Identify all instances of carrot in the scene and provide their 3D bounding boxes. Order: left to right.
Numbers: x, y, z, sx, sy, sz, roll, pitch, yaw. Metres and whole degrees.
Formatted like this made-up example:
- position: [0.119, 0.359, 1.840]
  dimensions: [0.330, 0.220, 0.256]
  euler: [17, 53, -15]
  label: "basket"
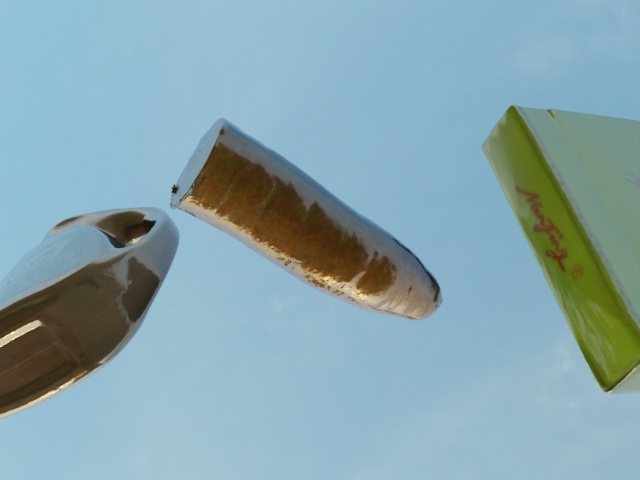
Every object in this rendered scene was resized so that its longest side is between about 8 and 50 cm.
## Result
- position: [0.000, 0.000, 0.359]
  dimensions: [0.139, 0.048, 0.048]
  euler: [32, -77, -14]
  label: "carrot"

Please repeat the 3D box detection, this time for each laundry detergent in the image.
- position: [-0.182, 0.025, 0.624]
  dimensions: [0.171, 0.237, 0.076]
  euler: [-28, -69, 15]
  label: "laundry detergent"

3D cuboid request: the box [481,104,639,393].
- position: [0.282, 0.003, 0.505]
  dimensions: [0.047, 0.335, 0.187]
  euler: [118, -34, -45]
  label: "box"
